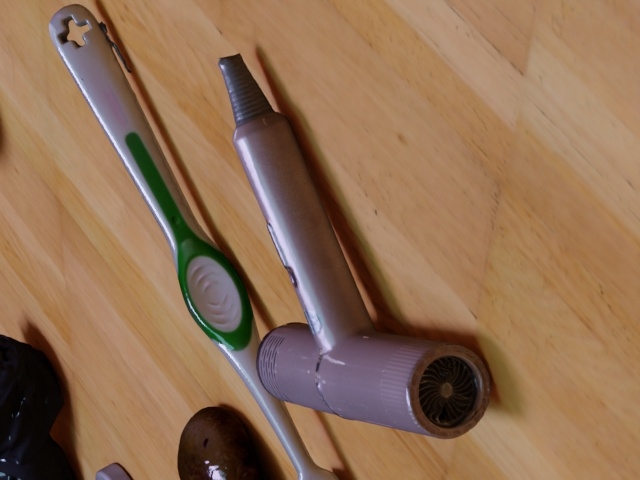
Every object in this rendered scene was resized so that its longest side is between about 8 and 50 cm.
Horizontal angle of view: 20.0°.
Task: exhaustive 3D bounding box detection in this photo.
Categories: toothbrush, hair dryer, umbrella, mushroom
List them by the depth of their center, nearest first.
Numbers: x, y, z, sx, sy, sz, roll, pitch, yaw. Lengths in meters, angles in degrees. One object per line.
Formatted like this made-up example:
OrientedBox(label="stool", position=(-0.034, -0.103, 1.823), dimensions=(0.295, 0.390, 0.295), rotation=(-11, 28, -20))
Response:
OrientedBox(label="hair dryer", position=(0.005, -0.003, 1.022), dimensions=(0.195, 0.053, 0.220), rotation=(5, 112, 63))
OrientedBox(label="toothbrush", position=(-0.075, 0.026, 1.212), dimensions=(0.418, 0.042, 0.040), rotation=(62, 180, 1))
OrientedBox(label="mushroom", position=(-0.073, 0.183, 1.360), dimensions=(0.123, 0.052, 0.123), rotation=(50, 153, 38))
OrientedBox(label="umbrella", position=(-0.294, 0.223, 1.827), dimensions=(0.118, 0.118, 0.340), rotation=(43, 155, 40))

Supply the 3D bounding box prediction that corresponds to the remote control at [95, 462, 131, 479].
OrientedBox(label="remote control", position=(-0.172, 0.316, 1.744), dimensions=(0.077, 0.022, 0.245), rotation=(38, 146, 50))
